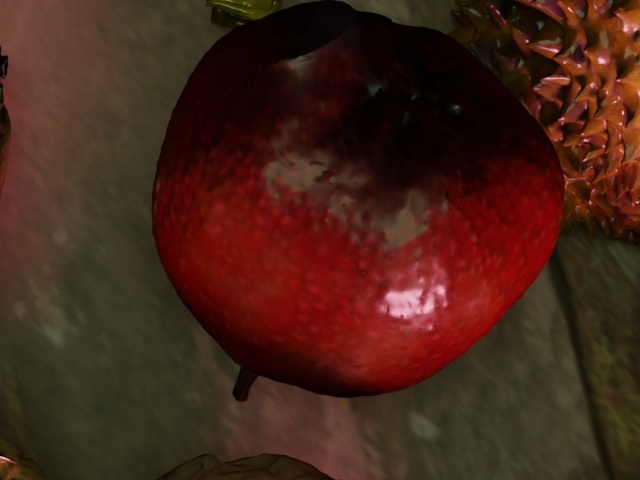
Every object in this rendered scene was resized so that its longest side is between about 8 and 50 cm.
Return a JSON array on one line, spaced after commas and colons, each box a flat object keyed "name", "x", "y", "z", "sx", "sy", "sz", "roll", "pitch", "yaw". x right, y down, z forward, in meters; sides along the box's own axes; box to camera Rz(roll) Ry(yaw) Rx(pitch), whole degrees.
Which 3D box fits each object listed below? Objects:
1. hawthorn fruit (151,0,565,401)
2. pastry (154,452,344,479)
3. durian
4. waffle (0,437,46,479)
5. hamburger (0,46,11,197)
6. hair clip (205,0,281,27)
[{"name": "hawthorn fruit", "x": 0.000, "y": 0.000, "z": 0.731, "sx": 0.230, "sy": 0.210, "sz": 0.266, "roll": 32, "pitch": 114, "yaw": -3}, {"name": "pastry", "x": -0.026, "y": 0.268, "z": 0.662, "sx": 0.329, "sy": 0.136, "sz": 0.329, "roll": -7, "pitch": 79, "yaw": 38}, {"name": "durian", "x": 0.167, "y": -0.144, "z": 0.785, "sx": 0.154, "sy": 0.186, "sz": 0.260, "roll": 0, "pitch": 69, "yaw": -10}, {"name": "waffle", "x": -0.316, "y": 0.170, "z": 0.709, "sx": 0.297, "sy": 0.073, "sz": 0.317, "roll": -42, "pitch": 100, "yaw": 7}, {"name": "hamburger", "x": -0.287, "y": -0.041, "z": 0.765, "sx": 0.183, "sy": 0.130, "sz": 0.206, "roll": 3, "pitch": 63, "yaw": -4}, {"name": "hair clip", "x": -0.028, "y": -0.224, "z": 0.832, "sx": 0.072, "sy": 0.046, "sz": 0.173, "roll": 14, "pitch": 83, "yaw": -4}]
